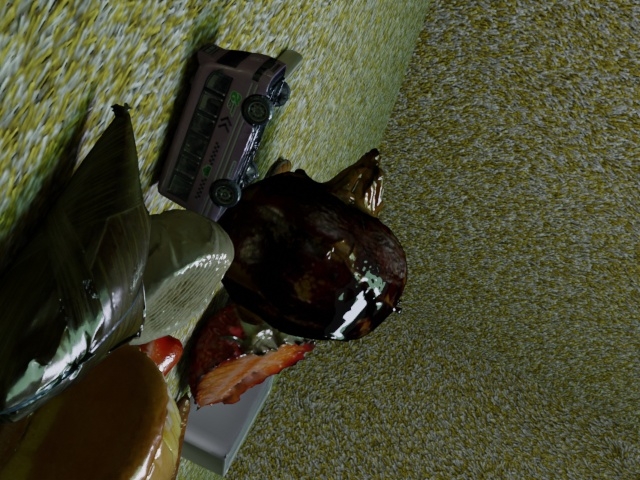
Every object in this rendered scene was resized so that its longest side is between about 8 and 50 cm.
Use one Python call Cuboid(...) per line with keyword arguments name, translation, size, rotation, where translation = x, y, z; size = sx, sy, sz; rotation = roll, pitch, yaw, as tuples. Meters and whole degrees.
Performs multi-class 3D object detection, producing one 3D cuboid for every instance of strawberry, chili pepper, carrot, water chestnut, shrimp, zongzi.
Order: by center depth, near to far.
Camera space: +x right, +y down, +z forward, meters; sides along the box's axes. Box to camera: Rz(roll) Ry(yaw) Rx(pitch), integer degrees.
Cuboid(name="zongzi", translation=(-0.225, 0.021, 0.787), size=(0.221, 0.112, 0.242), rotation=(-51, 157, -61))
Cuboid(name="chili pepper", translation=(-0.236, 0.152, 1.259), size=(0.192, 0.086, 0.084), rotation=(-54, 143, -11))
Cuboid(name="water chestnut", translation=(0.000, 0.000, 1.507), size=(0.335, 0.335, 0.347), rotation=(59, 55, -82))
Cuboid(name="shrimp", translation=(-0.100, -0.061, 1.748), size=(0.148, 0.035, 0.195), rotation=(-53, 160, -72))
Cuboid(name="strawberry", translation=(-0.152, 0.207, 1.812), size=(0.253, 0.150, 0.280), rotation=(-18, 159, -19))
Cuboid(name="carrot", translation=(-0.300, 0.401, 1.868), size=(0.057, 0.057, 0.224), rotation=(-53, 164, -61))

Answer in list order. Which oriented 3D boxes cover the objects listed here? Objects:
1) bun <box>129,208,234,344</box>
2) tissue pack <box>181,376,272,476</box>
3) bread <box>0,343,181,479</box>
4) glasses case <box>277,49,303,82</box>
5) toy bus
Cuboid(name="bun", translation=(-0.189, 0.032, 1.054), size=(0.173, 0.113, 0.166), rotation=(-36, 161, -19))
Cuboid(name="tissue pack", translation=(-0.217, 0.380, 2.055), size=(0.159, 0.136, 0.246), rotation=(105, 11, -59))
Cuboid(name="bread", translation=(-0.268, 0.242, 0.968), size=(0.156, 0.204, 0.288), rotation=(75, 34, -52))
Cuboid(name="glasses case", translation=(-0.053, -0.264, 1.385), size=(0.083, 0.032, 0.021), rotation=(-59, 174, -45))
Cuboid(name="toy bus", translation=(-0.115, -0.129, 1.077), size=(0.096, 0.108, 0.199), rotation=(-62, 177, -63))
